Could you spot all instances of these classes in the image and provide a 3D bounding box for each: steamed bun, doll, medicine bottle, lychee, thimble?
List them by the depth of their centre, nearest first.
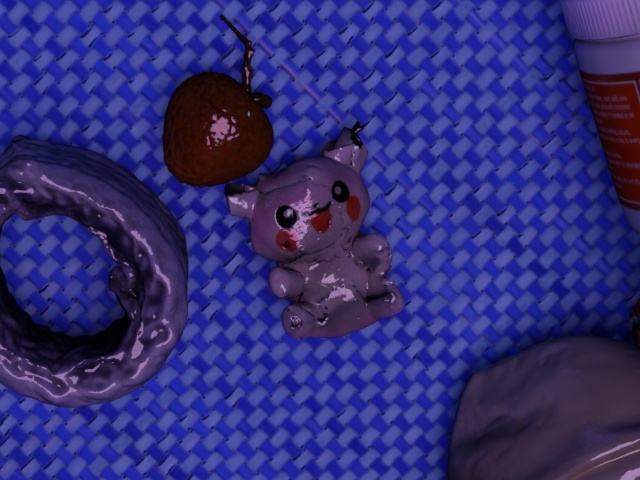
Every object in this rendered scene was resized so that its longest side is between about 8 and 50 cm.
[{"bbox_3d":[0.367,-0.149,1.772,0.252,0.252,0.241,-20,103,-2],"label":"medicine bottle"},{"bbox_3d":[-0.234,0.028,1.790,0.217,0.157,0.245,-33,103,0],"label":"thimble"},{"bbox_3d":[-0.092,-0.115,1.804,0.114,0.101,0.140,36,102,-2],"label":"lychee"},{"bbox_3d":[0.000,0.000,1.844,0.149,0.095,0.192,-19,101,-9],"label":"doll"},{"bbox_3d":[0.288,0.276,1.846,0.342,0.255,0.368,-17,106,1],"label":"steamed bun"}]

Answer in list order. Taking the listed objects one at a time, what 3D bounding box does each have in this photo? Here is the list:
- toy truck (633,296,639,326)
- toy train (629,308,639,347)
[{"bbox_3d":[0.384,0.053,1.796,0.135,0.270,0.114,-34,81,32],"label":"toy truck"},{"bbox_3d":[0.356,0.085,1.928,0.103,0.044,0.064,-6,105,-3],"label":"toy train"}]
